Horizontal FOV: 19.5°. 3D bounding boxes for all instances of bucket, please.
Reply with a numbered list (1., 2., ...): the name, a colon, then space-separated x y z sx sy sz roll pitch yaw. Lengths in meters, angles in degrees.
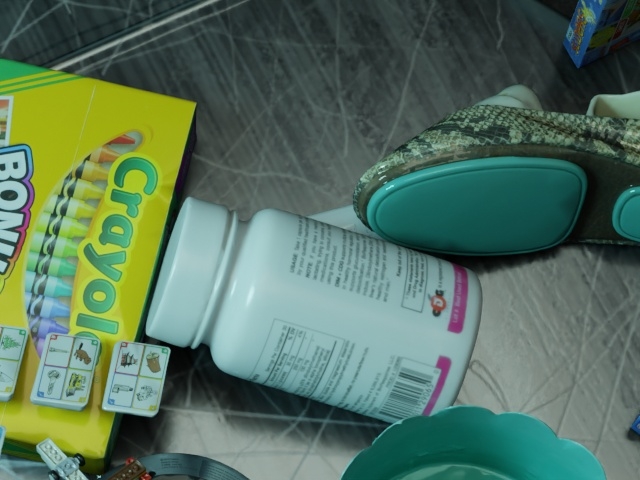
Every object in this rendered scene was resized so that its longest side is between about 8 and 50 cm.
1. bucket: 0.129 0.292 1.664 0.281 0.183 0.281 1 72 -2

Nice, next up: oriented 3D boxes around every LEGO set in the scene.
1. LEGO set: -0.238 0.191 1.635 0.182 0.060 0.244 7 49 -1

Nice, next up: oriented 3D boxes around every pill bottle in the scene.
1. pill bottle: -0.008 0.063 1.722 0.283 0.160 0.160 18 71 -9

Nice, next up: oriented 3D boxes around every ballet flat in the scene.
1. ballet flat: 0.264 -0.074 1.825 0.482 0.164 0.182 2 50 -7

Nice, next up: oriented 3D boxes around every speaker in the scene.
1. speaker: 0.000 0.000 1.824 0.136 0.055 0.055 -15 73 -7

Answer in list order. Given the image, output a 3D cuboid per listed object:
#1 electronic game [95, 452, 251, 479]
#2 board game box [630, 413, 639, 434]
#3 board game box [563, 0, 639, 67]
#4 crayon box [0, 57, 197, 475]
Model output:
1. electronic game: -0.136 0.311 1.718 0.229 0.048 0.229 1 80 -3
2. board game box: 0.429 0.175 1.785 0.210 0.047 0.160 36 73 10
3. board game box: 0.321 -0.250 1.843 0.136 0.201 0.035 -25 74 -11
4. crayon box: -0.310 0.011 1.781 0.313 0.106 0.363 12 72 2
